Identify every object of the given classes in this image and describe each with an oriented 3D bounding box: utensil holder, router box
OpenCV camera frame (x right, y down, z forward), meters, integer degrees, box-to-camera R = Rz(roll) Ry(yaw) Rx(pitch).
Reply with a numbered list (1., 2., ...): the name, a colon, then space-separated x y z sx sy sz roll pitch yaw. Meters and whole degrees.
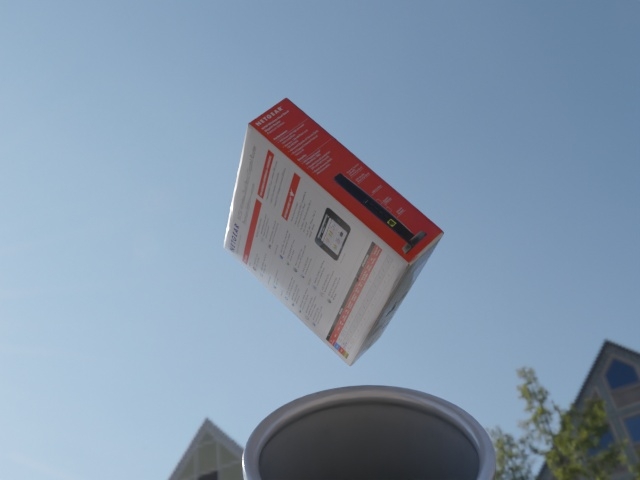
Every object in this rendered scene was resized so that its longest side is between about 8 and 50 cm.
1. utensil holder: 0.070 0.449 1.126 0.327 0.327 0.386 -4 -71 -6
2. router box: 0.000 0.000 1.236 0.082 0.301 0.335 -39 -16 -31
